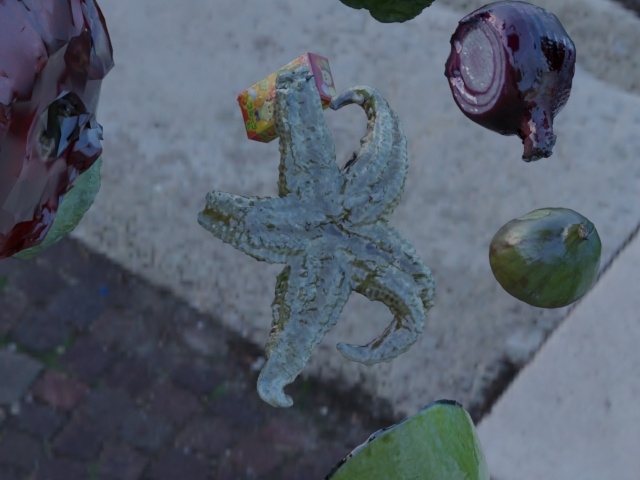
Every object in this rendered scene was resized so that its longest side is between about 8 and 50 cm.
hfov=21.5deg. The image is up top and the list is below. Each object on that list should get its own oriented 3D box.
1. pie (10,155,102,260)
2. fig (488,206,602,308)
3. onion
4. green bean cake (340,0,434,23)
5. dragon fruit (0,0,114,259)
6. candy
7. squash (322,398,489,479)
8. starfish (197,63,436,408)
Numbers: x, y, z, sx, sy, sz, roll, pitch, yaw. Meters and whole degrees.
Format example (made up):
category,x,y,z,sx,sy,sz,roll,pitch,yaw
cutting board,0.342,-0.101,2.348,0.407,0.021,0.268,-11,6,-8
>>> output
category,x,y,z,sx,sy,sz,roll,pitch,yaw
pie,-0.392,-0.138,2.071,0.323,0.323,0.070,32,21,23
fig,0.311,0.004,2.171,0.149,0.245,0.149,4,73,-14
onion,0.243,-0.182,1.976,0.135,0.173,0.198,-17,69,-25
green bean cake,0.057,-0.352,1.517,0.247,0.250,0.156,29,40,-21
dragon fruit,-0.277,-0.103,0.957,0.301,0.296,0.295,24,47,14
candy,-0.040,-0.169,2.012,0.038,0.122,0.062,12,57,-49
squash,0.074,0.219,1.647,0.237,0.155,0.204,-28,14,-26
starfish,-0.001,-0.003,0.985,0.150,0.053,0.210,14,73,10
